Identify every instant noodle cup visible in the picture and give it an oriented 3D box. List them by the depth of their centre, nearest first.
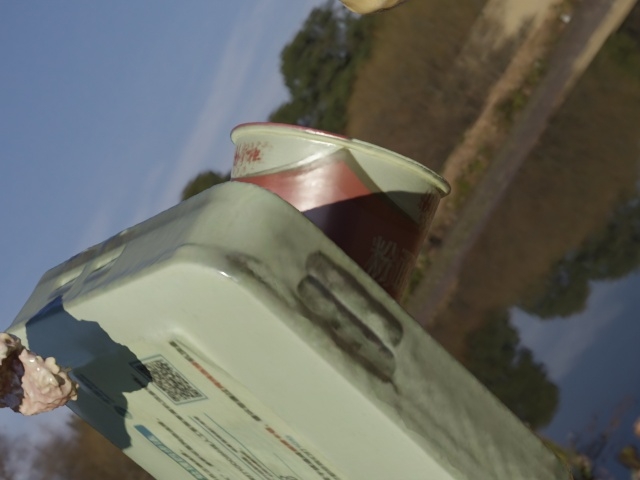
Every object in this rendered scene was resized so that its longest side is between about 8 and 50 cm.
[{"bbox_3d":[0.000,0.000,1.303,0.235,0.234,0.179,116,169,-82],"label":"instant noodle cup"}]

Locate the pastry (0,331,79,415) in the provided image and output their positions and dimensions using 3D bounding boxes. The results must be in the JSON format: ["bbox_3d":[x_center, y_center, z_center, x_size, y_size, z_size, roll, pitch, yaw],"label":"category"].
[{"bbox_3d":[-0.302,0.118,0.871,0.265,0.112,0.103,-24,-14,-44],"label":"pastry"}]

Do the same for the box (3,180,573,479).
[{"bbox_3d":[-0.041,0.144,1.086,0.396,0.396,0.111,-20,31,51],"label":"box"}]

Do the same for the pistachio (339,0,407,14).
[{"bbox_3d":[0.040,-0.264,0.881,0.157,0.157,0.229,-56,-16,-34],"label":"pistachio"}]
